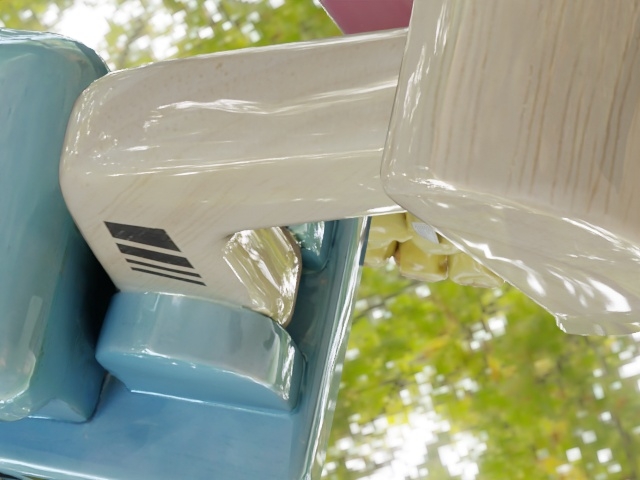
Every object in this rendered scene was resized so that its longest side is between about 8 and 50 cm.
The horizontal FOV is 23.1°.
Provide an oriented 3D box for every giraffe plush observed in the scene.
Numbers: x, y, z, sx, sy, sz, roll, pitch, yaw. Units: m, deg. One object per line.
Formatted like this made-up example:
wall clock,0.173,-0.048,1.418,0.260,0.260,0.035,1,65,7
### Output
giraffe plush,0.108,-0.066,1.456,0.181,0.210,0.170,13,-105,-3

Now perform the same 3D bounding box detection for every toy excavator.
toy excavator,-0.074,0.007,0.630,0.445,0.433,0.222,62,-141,-71

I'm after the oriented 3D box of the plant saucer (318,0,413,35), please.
plant saucer,0.034,-0.154,0.808,0.332,0.084,0.332,52,-171,-12
